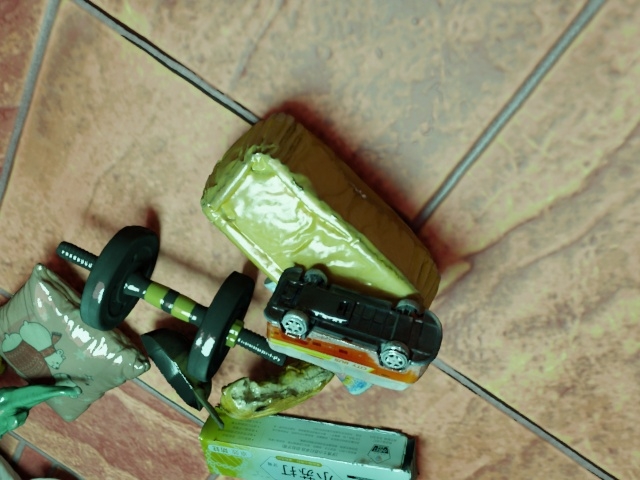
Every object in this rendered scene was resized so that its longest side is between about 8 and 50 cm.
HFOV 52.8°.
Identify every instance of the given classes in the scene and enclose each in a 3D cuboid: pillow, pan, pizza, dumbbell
[{"bbox_3d":[-0.391,0.157,0.963,0.236,0.084,0.223,-34,104,32],"label":"pillow"},{"bbox_3d":[-0.170,0.195,0.889,0.202,0.048,0.128,40,153,28],"label":"pan"},{"bbox_3d":[-0.058,0.195,0.857,0.161,0.182,0.063,-16,72,8],"label":"pizza"},{"bbox_3d":[-0.188,0.077,0.814,0.325,0.143,0.143,25,123,5],"label":"dumbbell"}]

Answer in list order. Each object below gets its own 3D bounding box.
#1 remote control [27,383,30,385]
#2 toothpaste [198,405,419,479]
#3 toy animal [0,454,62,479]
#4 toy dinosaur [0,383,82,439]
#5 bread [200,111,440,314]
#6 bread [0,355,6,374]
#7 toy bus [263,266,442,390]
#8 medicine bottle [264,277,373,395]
[{"bbox_3d":[-0.451,0.260,1.084,0.090,0.016,0.034,19,118,8],"label":"remote control"},{"bbox_3d":[-0.017,0.309,0.933,0.312,0.071,0.089,4,123,17],"label":"toothpaste"},{"bbox_3d":[-0.563,0.491,1.168,0.356,0.194,0.258,15,113,-4],"label":"toy animal"},{"bbox_3d":[-0.481,0.259,0.951,0.291,0.120,0.079,-27,93,37],"label":"toy dinosaur"},{"bbox_3d":[0.000,0.000,0.720,0.288,0.119,0.152,43,120,-9],"label":"bread"},{"bbox_3d":[-0.612,0.155,0.998,0.147,0.160,0.261,-27,105,25],"label":"bread"},{"bbox_3d":[0.031,0.094,0.654,0.174,0.079,0.077,18,132,7],"label":"toy bus"},{"bbox_3d":[0.004,0.113,0.824,0.051,0.051,0.191,-29,105,30],"label":"medicine bottle"}]
